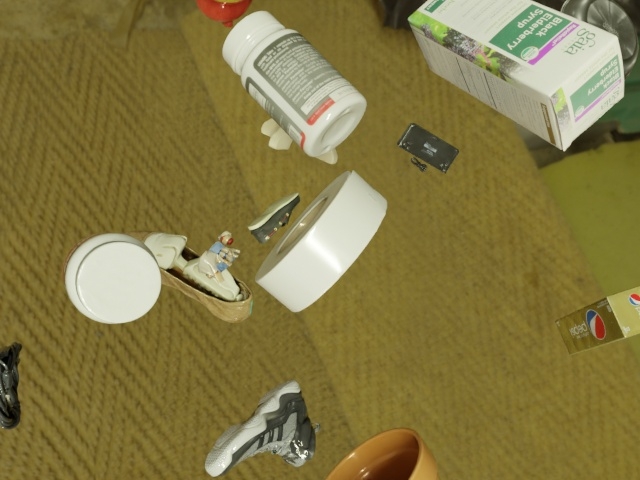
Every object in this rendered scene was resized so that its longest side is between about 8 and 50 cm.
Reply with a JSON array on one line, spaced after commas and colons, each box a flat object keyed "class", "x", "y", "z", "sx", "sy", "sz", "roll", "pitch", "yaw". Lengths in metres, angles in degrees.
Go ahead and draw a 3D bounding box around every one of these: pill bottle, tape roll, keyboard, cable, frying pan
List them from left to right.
[{"class": "cable", "x": -0.589, "y": 0.273, "z": 1.232, "sx": 0.047, "sy": 0.184, "sz": 0.151, "roll": -7, "pitch": 94, "yaw": -19}, {"class": "pill bottle", "x": -0.288, "y": 0.049, "z": 0.889, "sx": 0.121, "sy": 0.221, "sz": 0.121, "roll": 0, "pitch": 91, "yaw": -24}, {"class": "pill bottle", "x": -0.056, "y": -0.320, "z": 1.307, "sx": 0.161, "sy": 0.161, "sz": 0.283, "roll": -36, "pitch": 76, "yaw": -28}, {"class": "tape roll", "x": 0.000, "y": 0.000, "z": 1.260, "sx": 0.100, "sy": 0.286, "sz": 0.286, "roll": 41, "pitch": 61, "yaw": -8}, {"class": "keyboard", "x": 0.303, "y": -0.254, "z": 1.858, "sx": 0.180, "sy": 0.023, "sz": 0.108, "roll": 26, "pitch": 105, "yaw": -22}, {"class": "frying pan", "x": 0.507, "y": -0.366, "z": 1.237, "sx": 0.326, "sy": 0.053, "sz": 0.197, "roll": -38, "pitch": 94, "yaw": -29}]

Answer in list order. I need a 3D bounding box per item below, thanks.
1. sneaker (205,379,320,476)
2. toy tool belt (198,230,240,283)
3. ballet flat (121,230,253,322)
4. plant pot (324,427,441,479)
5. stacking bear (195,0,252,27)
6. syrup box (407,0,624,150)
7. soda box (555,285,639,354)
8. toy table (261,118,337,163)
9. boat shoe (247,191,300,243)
[{"class": "sneaker", "x": -0.101, "y": 0.415, "z": 1.313, "sx": 0.268, "sy": 0.101, "sz": 0.153, "roll": -38, "pitch": 95, "yaw": -42}, {"class": "toy tool belt", "x": -0.157, "y": 0.030, "z": 1.049, "sx": 0.051, "sy": 0.052, "sz": 0.083, "roll": 33, "pitch": 58, "yaw": 9}, {"class": "ballet flat", "x": -0.289, "y": 0.061, "z": 1.420, "sx": 0.342, "sy": 0.124, "sz": 0.116, "roll": 35, "pitch": 50, "yaw": -5}, {"class": "plant pot", "x": 0.148, "y": 0.564, "z": 1.331, "sx": 0.291, "sy": 0.291, "sz": 0.203, "roll": -43, "pitch": 100, "yaw": -28}, {"class": "stacking bear", "x": -0.172, "y": -0.520, "z": 1.213, "sx": 0.164, "sy": 0.289, "sz": 0.175, "roll": -37, "pitch": 87, "yaw": -20}, {"class": "syrup box", "x": 0.216, "y": -0.210, "z": 0.736, "sx": 0.093, "sy": 0.096, "sz": 0.237, "roll": -42, "pitch": 48, "yaw": -1}, {"class": "soda box", "x": 0.421, "y": 0.123, "z": 0.963, "sx": 0.058, "sy": 0.181, "sz": 0.061, "roll": -17, "pitch": 74, "yaw": -8}, {"class": "toy table", "x": -0.044, "y": -0.333, "z": 1.800, "sx": 0.274, "sy": 0.161, "sz": 0.252, "roll": 33, "pitch": 23, "yaw": 36}, {"class": "boat shoe", "x": -0.079, "y": -0.044, "z": 1.181, "sx": 0.133, "sy": 0.049, "sz": 0.042, "roll": -47, "pitch": 114, "yaw": -39}]
